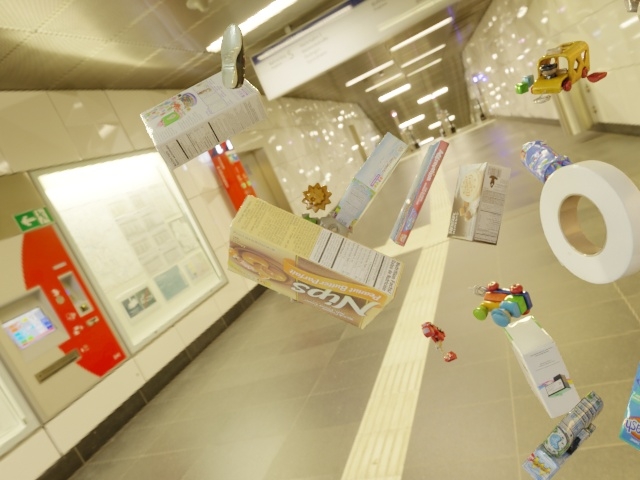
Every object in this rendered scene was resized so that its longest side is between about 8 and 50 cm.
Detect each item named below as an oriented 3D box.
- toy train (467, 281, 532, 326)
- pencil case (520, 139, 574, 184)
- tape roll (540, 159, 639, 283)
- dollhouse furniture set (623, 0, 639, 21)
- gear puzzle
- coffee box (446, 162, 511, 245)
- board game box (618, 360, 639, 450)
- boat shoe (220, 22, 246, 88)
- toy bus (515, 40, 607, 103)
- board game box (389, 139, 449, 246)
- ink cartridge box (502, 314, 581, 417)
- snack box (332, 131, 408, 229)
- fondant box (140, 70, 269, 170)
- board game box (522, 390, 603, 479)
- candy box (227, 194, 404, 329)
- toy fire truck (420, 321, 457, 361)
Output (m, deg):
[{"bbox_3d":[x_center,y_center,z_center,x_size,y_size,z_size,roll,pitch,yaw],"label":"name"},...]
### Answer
[{"bbox_3d":[0.564,0.217,1.486,0.143,0.105,0.248,-33,18,-29],"label":"toy train"},{"bbox_3d":[0.909,-0.313,1.768,0.120,0.133,0.306,17,28,-3],"label":"pencil case"},{"bbox_3d":[0.843,-0.055,1.377,0.072,0.391,0.392,-17,9,-6],"label":"tape roll"},{"bbox_3d":[0.512,-0.296,0.555,0.212,0.242,0.161,2,-22,0],"label":"dollhouse furniture set"},{"bbox_3d":[0.000,0.000,1.181,0.176,0.338,0.044,-3,-14,9],"label":"gear puzzle"},{"bbox_3d":[0.508,-0.116,1.420,0.098,0.246,0.141,10,3,-18],"label":"coffee box"},{"bbox_3d":[0.759,0.373,0.953,0.047,0.210,0.160,13,1,-14],"label":"board game box"},{"bbox_3d":[-0.189,-0.401,0.963,0.049,0.132,0.042,13,21,18],"label":"boat shoe"},{"bbox_3d":[0.637,-0.465,1.182,0.191,0.104,0.202,-15,27,11],"label":"toy bus"},{"bbox_3d":[0.258,-0.124,1.169,0.145,0.027,0.281,-63,-5,-82],"label":"board game box"},{"bbox_3d":[0.771,0.436,1.535,0.117,0.278,0.201,-26,13,11],"label":"ink cartridge box"},{"bbox_3d":[0.123,-0.145,1.115,0.174,0.070,0.207,-54,-5,-26],"label":"snack box"},{"bbox_3d":[-0.355,-0.378,1.330,0.330,0.096,0.238,-31,47,-9],"label":"fondant box"},{"bbox_3d":[0.564,0.468,1.020,0.194,0.194,0.060,-26,48,-28],"label":"board game box"},{"bbox_3d":[-0.021,0.051,0.859,0.183,0.317,0.087,114,179,-59],"label":"candy box"},{"bbox_3d":[0.531,0.457,1.976,0.047,0.192,0.135,-36,39,28],"label":"toy fire truck"}]
